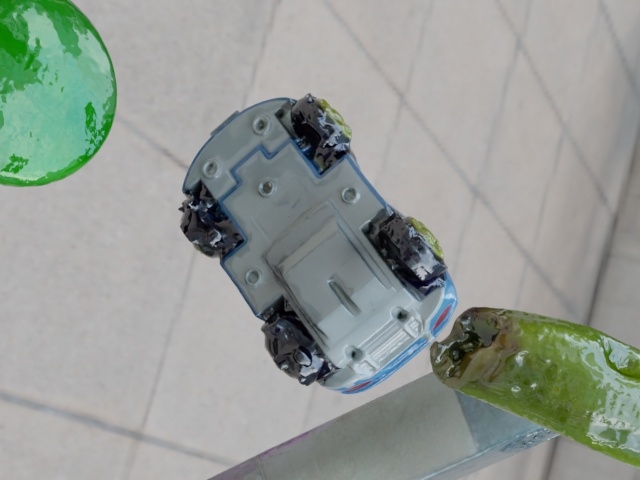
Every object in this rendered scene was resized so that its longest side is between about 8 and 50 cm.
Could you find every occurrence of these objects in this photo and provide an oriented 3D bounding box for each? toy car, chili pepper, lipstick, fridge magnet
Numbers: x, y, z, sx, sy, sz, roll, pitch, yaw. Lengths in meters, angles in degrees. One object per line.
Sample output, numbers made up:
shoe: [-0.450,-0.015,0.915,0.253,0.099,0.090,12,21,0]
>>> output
toy car: [0.000,0.000,1.463,0.198,0.314,0.166,-41,156,9]
chili pepper: [0.142,0.079,0.616,0.052,0.202,0.050,-62,-161,-4]
lipstick: [0.029,0.157,1.026,0.066,0.317,0.068,15,51,-61]
fridge magnet: [-0.285,-0.147,1.346,0.208,0.088,0.208,10,69,-30]
